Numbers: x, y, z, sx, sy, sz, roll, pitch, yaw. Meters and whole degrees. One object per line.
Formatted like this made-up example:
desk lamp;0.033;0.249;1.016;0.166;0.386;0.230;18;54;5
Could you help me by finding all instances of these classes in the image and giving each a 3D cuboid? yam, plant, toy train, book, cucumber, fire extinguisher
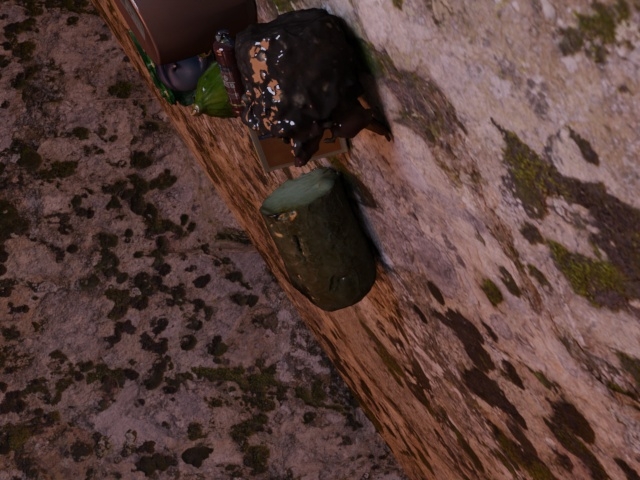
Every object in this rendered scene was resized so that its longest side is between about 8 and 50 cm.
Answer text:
yam;0.000;0.000;1.675;0.195;0.195;0.300;43;160;53
plant;-0.028;-0.235;1.191;0.178;0.204;0.234;48;160;56
toy train;-0.449;-0.533;2.312;0.202;0.145;0.266;53;168;40
book;-0.050;-0.222;1.373;0.242;0.170;0.018;71;-174;-52
cucumber;-0.150;-0.279;1.398;0.134;0.244;0.134;20;128;27
fire extinguisher;-0.141;-0.275;1.237;0.064;0.043;0.158;43;157;41

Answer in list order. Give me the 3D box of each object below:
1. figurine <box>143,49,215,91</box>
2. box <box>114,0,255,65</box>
figurine;-0.380;-0.515;2.005;0.197;0.175;0.265;42;170;39
box;-0.292;-0.505;1.521;0.301;0.216;0.301;56;168;18
